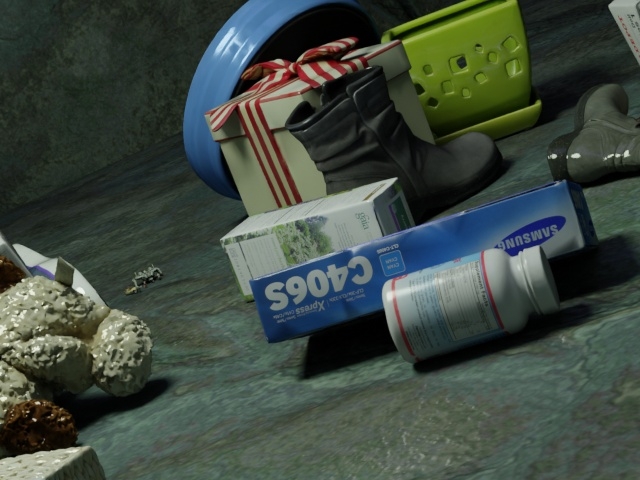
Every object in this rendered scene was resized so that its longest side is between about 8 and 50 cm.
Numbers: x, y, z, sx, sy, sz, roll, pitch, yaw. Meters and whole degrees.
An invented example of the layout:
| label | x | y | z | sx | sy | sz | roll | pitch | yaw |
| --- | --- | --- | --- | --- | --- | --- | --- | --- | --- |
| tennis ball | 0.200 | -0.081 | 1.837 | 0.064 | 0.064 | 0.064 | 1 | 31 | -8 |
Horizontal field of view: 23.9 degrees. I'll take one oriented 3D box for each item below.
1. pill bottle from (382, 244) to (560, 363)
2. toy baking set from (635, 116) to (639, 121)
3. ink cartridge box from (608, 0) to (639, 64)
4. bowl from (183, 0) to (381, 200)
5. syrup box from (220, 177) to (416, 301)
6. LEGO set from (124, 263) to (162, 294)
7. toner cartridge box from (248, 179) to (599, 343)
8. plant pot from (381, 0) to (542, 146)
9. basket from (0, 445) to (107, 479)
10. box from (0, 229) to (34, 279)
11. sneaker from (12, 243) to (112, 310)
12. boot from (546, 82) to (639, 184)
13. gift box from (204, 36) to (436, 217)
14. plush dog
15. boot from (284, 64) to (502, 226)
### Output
| label | x | y | z | sx | sy | sz | roll | pitch | yaw |
| --- | --- | --- | --- | --- | --- | --- | --- | --- | --- |
| pill bottle | 0.148 | 0.059 | 1.480 | 0.160 | 0.087 | 0.087 | -18 | 13 | 13 |
| toy baking set | 0.533 | -0.182 | 2.011 | 0.256 | 0.030 | 0.197 | -22 | 17 | 26 |
| ink cartridge box | 0.493 | -0.267 | 1.993 | 0.093 | 0.160 | 0.219 | -34 | 15 | -8 |
| bowl | -0.049 | -0.231 | 2.452 | 0.391 | 0.391 | 0.077 | -29 | 48 | -33 |
| syrup box | 0.000 | 0.000 | 1.957 | 0.237 | 0.093 | 0.096 | -14 | 14 | 29 |
| LEGO set | -0.272 | 0.056 | 2.325 | 0.054 | 0.023 | 0.083 | -18 | 13 | 12 |
| toner cartridge box | 0.114 | 0.024 | 1.614 | 0.348 | 0.075 | 0.165 | -18 | -4 | 15 |
| plant pot | 0.236 | -0.266 | 2.435 | 0.227 | 0.207 | 0.228 | -19 | 12 | 8 |
| basket | -0.262 | 0.248 | 1.295 | 0.167 | 0.113 | 0.103 | -14 | 12 | 27 |
| box | -0.465 | 0.038 | 2.045 | 0.114 | 0.103 | 0.203 | -36 | 30 | -7 |
| sneaker | -0.439 | 0.134 | 2.116 | 0.236 | 0.130 | 0.323 | -45 | 33 | -18 |
| boot | 0.405 | -0.139 | 1.954 | 0.161 | 0.083 | 0.246 | -7 | 25 | 32 |
| gift box | -0.001 | -0.148 | 2.207 | 0.255 | 0.258 | 0.276 | -9 | 16 | 45 |
| plush dog | -0.353 | 0.157 | 1.728 | 0.262 | 0.210 | 0.225 | -13 | 41 | 39 |
| boot | 0.113 | -0.144 | 2.082 | 0.118 | 0.222 | 0.338 | -10 | 17 | 44 |
